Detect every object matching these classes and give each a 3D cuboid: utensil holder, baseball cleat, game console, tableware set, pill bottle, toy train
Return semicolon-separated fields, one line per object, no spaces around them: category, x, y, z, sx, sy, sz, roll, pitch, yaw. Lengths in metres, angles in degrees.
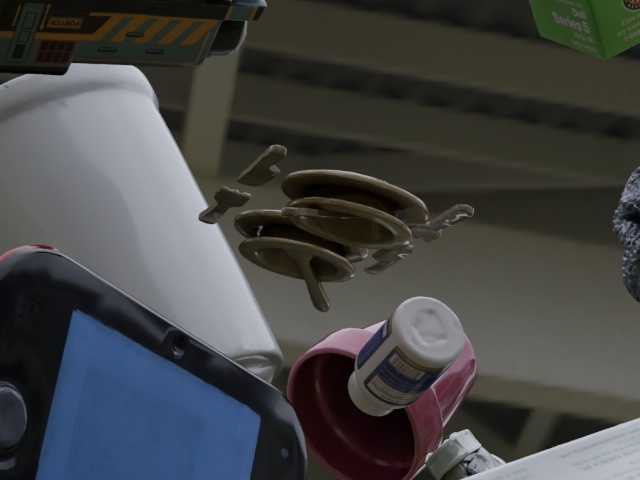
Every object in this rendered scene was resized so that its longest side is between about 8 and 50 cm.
utensil holder;-0.259;0.044;1.962;0.327;0.385;0.327;-27;-17;-9
baseball cleat;0.141;0.244;1.568;0.109;0.206;0.072;42;-80;-17
game console;-0.138;0.216;1.169;0.060;0.342;0.386;-10;-29;31
tableware set;0.000;0.000;1.032;0.128;0.039;0.194;17;-16;-13
pill bottle;0.070;0.104;1.488;0.067;0.067;0.120;19;-37;-15
toy train;-0.194;-0.250;1.646;0.334;0.142;0.190;-3;-44;-37

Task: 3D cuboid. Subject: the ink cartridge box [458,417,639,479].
ink cartridge box;0.277;0.252;1.048;0.308;0.385;0.091;-12;-54;-34

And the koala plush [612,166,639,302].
koala plush;0.381;-0.060;1.542;0.196;0.203;0.221;13;-55;-16

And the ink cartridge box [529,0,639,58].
ink cartridge box;0.250;-0.319;1.418;0.198;0.115;0.273;-28;-63;-13

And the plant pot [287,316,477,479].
plant pot;0.090;0.178;2.094;0.201;0.180;0.201;22;-52;31
